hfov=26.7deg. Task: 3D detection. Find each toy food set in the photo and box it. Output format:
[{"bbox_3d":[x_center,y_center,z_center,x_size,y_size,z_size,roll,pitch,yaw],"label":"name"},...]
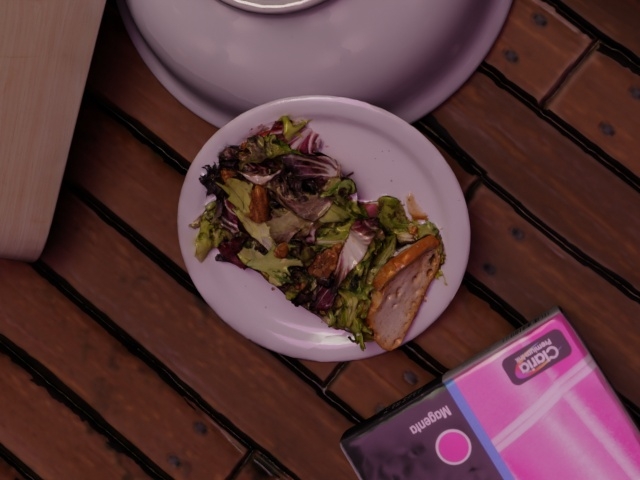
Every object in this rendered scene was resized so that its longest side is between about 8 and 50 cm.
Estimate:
[{"bbox_3d":[-0.269,-0.133,0.889,0.220,0.092,0.306,9,111,-23],"label":"toy food set"}]

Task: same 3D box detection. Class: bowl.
[{"bbox_3d":[-0.018,-0.210,0.892,0.298,0.134,0.297,0,91,10],"label":"bowl"}]

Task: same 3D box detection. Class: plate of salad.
[{"bbox_3d":[0.000,0.000,0.904,0.200,0.048,0.199,3,117,7],"label":"plate of salad"}]

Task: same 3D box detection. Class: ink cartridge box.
[{"bbox_3d":[0.183,0.244,0.898,0.176,0.069,0.371,-33,87,8],"label":"ink cartridge box"}]
